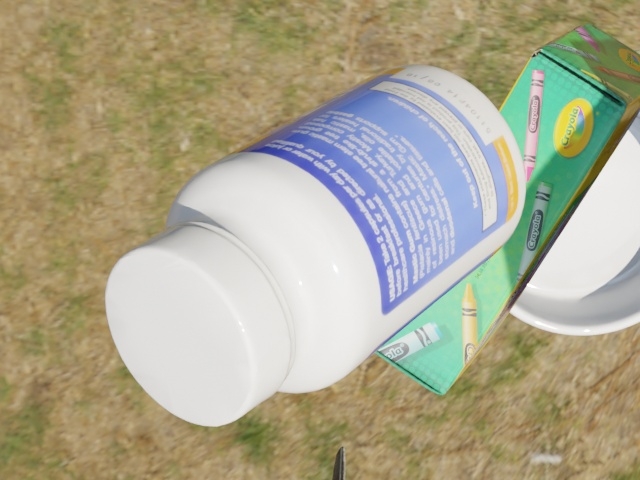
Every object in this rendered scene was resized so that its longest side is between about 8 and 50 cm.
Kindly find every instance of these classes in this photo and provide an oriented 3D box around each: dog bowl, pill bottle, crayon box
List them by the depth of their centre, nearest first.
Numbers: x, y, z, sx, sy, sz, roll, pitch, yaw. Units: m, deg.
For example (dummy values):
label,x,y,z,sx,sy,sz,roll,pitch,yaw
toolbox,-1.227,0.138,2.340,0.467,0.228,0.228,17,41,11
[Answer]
label,x,y,z,sx,sy,sz,roll,pitch,yaw
pill bottle,0.000,0.000,0.799,0.152,0.272,0.152,20,125,32
crayon box,0.155,-0.027,1.024,0.081,0.165,0.278,34,116,11
dog bowl,0.285,-0.035,1.416,0.264,0.104,0.265,0,107,0

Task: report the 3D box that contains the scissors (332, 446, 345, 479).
label,x,y,z,sx,sy,sz,roll,pitch,yaw
scissors,0.017,0.289,1.239,0.021,0.297,0.109,38,129,-11

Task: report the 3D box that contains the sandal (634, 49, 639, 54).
label,x,y,z,sx,sy,sz,roll,pitch,yaw
sandal,0.460,-0.180,1.502,0.302,0.086,0.120,6,67,20
